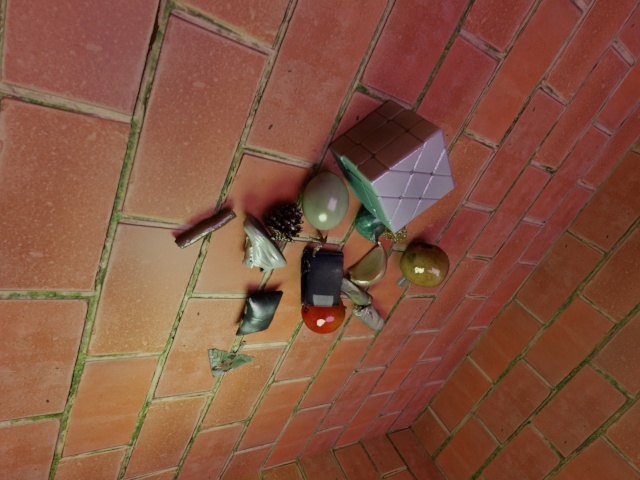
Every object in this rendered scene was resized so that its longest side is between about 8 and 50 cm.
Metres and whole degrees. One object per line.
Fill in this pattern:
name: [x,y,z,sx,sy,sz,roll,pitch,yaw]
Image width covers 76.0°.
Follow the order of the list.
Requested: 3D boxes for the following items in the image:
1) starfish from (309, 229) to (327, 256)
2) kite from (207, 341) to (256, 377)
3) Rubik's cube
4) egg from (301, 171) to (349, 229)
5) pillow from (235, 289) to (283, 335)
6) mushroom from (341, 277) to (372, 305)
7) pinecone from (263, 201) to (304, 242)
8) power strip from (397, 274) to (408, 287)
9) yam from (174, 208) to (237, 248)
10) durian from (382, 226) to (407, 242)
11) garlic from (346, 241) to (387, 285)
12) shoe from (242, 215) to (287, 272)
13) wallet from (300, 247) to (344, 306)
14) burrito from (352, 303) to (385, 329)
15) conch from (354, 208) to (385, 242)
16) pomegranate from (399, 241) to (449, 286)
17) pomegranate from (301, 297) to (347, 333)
starfish: [0.004,-0.001,1.811,0.130,0.041,0.132,-25,119,-47]
kite: [-0.457,0.600,2.051,0.267,0.013,0.323,-48,137,10]
Rubik's cube: [0.279,-0.287,1.586,0.319,0.316,0.321,-37,136,-2]
egg: [0.020,-0.154,1.612,0.187,0.186,0.253,-10,134,-28]
pillow: [-0.282,0.339,1.882,0.186,0.106,0.249,-6,130,-39]
mushroom: [0.162,0.260,2.117,0.333,0.107,0.087,38,79,-46]
pinecone: [-0.139,-0.073,1.607,0.174,0.173,0.173,-19,134,-21]
power strip: [0.536,0.175,2.360,0.252,0.027,0.060,-47,136,9]
yam: [-0.420,-0.046,1.505,0.241,0.056,0.056,-31,137,-7]
durian: [0.354,-0.073,1.987,0.132,0.165,0.182,-62,178,-35]
garlic: [0.254,0.131,2.074,0.164,0.145,0.245,39,98,-15]
shoe: [-0.259,0.037,1.638,0.159,0.124,0.316,-32,138,2]
wallet: [0.007,0.172,1.888,0.221,0.071,0.262,8,82,-41]
burrito: [0.286,0.441,2.383,0.117,0.076,0.392,-45,139,-3]
conch: [0.241,-0.099,1.858,0.202,0.134,0.196,-59,165,16]
pomegranate: [0.552,0.131,2.169,0.261,0.260,0.260,-19,134,-21]
pomegranate: [0.028,0.353,2.037,0.257,0.221,0.220,2,124,-45]
